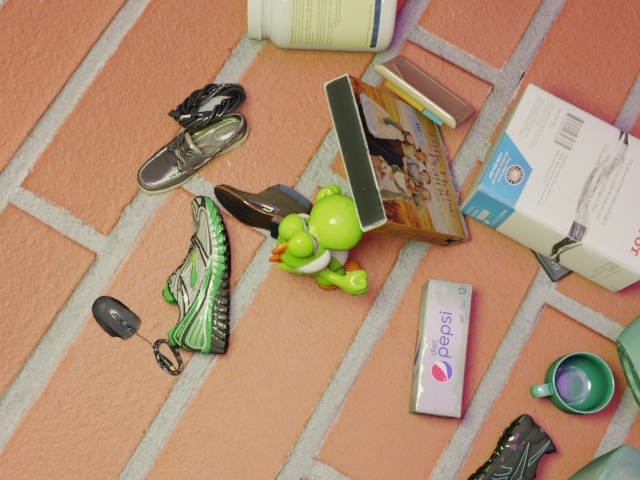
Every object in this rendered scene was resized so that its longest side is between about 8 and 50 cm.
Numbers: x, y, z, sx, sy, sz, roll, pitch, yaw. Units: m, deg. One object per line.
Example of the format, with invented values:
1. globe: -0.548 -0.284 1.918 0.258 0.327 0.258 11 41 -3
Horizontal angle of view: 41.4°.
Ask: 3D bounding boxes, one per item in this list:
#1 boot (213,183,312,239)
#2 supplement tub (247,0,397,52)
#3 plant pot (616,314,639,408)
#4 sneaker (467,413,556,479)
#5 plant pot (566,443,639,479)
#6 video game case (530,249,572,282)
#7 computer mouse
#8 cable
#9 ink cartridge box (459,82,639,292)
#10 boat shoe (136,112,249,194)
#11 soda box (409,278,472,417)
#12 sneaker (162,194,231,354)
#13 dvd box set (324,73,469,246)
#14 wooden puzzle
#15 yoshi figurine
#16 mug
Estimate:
1. boot: -0.125 -0.084 1.889 0.219 0.082 0.106 31 55 9
2. supplement tub: 0.001 -0.549 1.913 0.325 0.235 0.235 2 76 -3
3. plant pot: 0.755 0.250 1.741 0.235 0.293 0.293 -19 78 7
4. sneaker: 0.383 0.488 1.749 0.106 0.101 0.267 41 78 5
5. plant pot: 0.595 0.557 1.677 0.248 0.247 0.252 32 60 5
6. video game case: 0.588 -0.055 1.932 0.274 0.026 0.196 -31 80 -9
7. computer mouse: -0.391 0.202 1.808 0.242 0.041 0.071 36 76 5
8. cable: -0.243 -0.310 1.897 0.184 0.150 0.047 -33 121 -27
9. ink cartridge box: 0.549 -0.109 1.834 0.395 0.166 0.285 28 72 3
10. boat shoe: -0.287 -0.205 1.886 0.285 0.092 0.103 -30 79 -10
11. soda box: 0.256 0.232 1.809 0.098 0.091 0.286 8 76 -2
12. sneaker: -0.265 0.068 1.800 0.146 0.134 0.343 1 77 -2
13. dvd box set: 0.170 -0.150 1.751 0.062 0.420 0.307 -21 75 28
14. wooden puzzle: 0.232 -0.329 1.892 0.221 0.239 0.044 38 114 6
15. yoshi figurine: 0.028 -0.001 1.703 0.204 0.362 0.203 26 88 13
16. mug: 0.532 0.301 1.803 0.158 0.097 0.129 22 77 3
